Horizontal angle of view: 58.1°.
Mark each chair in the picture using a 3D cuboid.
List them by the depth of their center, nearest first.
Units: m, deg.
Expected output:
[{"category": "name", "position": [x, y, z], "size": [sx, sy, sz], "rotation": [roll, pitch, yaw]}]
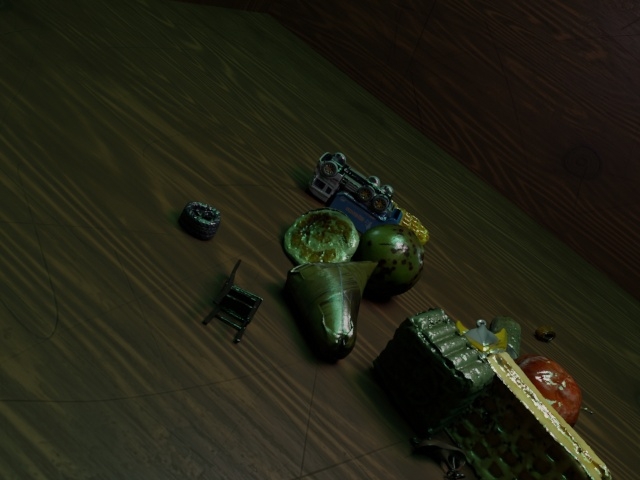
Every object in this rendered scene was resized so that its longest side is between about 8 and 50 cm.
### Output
[{"category": "chair", "position": [-0.194, 0.138, 1.399], "size": [0.102, 0.084, 0.212], "rotation": [29, 28, -4]}]

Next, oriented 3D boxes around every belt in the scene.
[{"category": "belt", "position": [0.865, 0.358, 2.207], "size": [0.083, 0.059, 0.036], "rotation": [17, 33, -31]}]

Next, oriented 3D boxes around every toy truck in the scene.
[{"category": "toy truck", "position": [0.130, -0.162, 2.099], "size": [0.367, 0.175, 0.146], "rotation": [36, 27, 1]}]

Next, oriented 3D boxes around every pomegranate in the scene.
[{"category": "pomegranate", "position": [0.174, 0.039, 1.793], "size": [0.306, 0.242, 0.242], "rotation": [27, 28, 4]}]

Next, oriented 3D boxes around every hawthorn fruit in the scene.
[{"category": "hawthorn fruit", "position": [0.642, 0.455, 1.628], "size": [0.272, 0.241, 0.241], "rotation": [20, 29, 1]}]

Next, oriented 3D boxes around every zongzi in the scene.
[{"category": "zongzi", "position": [0.084, 0.162, 1.542], "size": [0.300, 0.138, 0.286], "rotation": [-8, 49, -29]}]

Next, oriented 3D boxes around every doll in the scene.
[{"category": "doll", "position": [0.459, 0.349, 1.679], "size": [0.103, 0.146, 0.316], "rotation": [60, 33, -33]}]

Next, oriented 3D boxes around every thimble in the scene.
[{"category": "thimble", "position": [-0.327, -0.054, 1.567], "size": [0.105, 0.066, 0.095], "rotation": [15, 33, -27]}]

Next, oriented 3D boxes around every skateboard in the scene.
[{"category": "skateboard", "position": [0.291, 0.512, 1.374], "size": [0.152, 0.067, 0.080], "rotation": [28, 38, -20]}]

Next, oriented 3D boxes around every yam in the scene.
[{"category": "yam", "position": [0.612, 0.342, 1.920], "size": [0.107, 0.107, 0.194], "rotation": [36, 30, 2]}]

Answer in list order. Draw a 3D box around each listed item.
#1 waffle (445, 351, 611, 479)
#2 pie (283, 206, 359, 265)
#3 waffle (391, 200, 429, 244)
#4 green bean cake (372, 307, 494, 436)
[{"category": "waffle", "position": [0.472, 0.483, 1.392], "size": [0.114, 0.260, 0.376], "rotation": [-3, 45, -41]}, {"category": "pie", "position": [0.000, 0.000, 1.745], "size": [0.241, 0.054, 0.240], "rotation": [-4, 56, 6]}, {"category": "waffle", "position": [0.324, -0.050, 2.258], "size": [0.229, 0.057, 0.219], "rotation": [35, 29, -1]}, {"category": "green bean cake", "position": [0.267, 0.326, 1.427], "size": [0.132, 0.255, 0.241], "rotation": [-12, 53, -43]}]
